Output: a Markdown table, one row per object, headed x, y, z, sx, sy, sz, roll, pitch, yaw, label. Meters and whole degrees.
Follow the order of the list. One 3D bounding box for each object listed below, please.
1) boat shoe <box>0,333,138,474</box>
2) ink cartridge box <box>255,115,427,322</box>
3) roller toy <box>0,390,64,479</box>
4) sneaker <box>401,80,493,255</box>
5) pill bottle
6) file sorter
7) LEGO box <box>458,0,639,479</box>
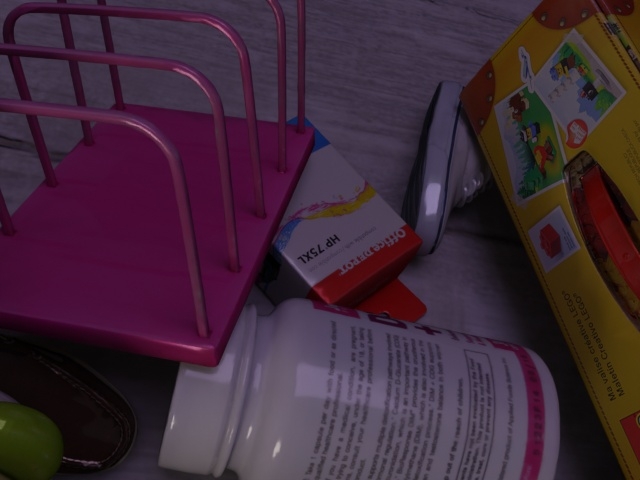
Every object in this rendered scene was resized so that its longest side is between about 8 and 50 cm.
| x | y | z | sx | sy | sz | roll | pitch | yaw | label |
| --- | --- | --- | --- | --- | --- | --- | --- | --- | --- |
| -0.257 | 0.105 | 0.540 | 0.257 | 0.095 | 0.095 | 24 | 78 | -8 | boat shoe |
| 0.000 | 0.000 | 0.727 | 0.134 | 0.078 | 0.231 | -33 | 72 | -33 | ink cartridge box |
| -0.261 | 0.183 | 0.437 | 0.191 | 0.209 | 0.146 | 9 | 40 | -20 | roller toy |
| 0.152 | -0.083 | 0.823 | 0.091 | 0.094 | 0.258 | 19 | 52 | 0 | sneaker |
| 0.025 | 0.135 | 0.592 | 0.283 | 0.160 | 0.160 | 13 | 54 | -10 | pill bottle |
| -0.134 | -0.088 | 0.560 | 0.202 | 0.182 | 0.290 | 8 | 39 | 10 | file sorter |
| 0.406 | 0.013 | 0.735 | 0.372 | 0.193 | 0.500 | 5 | 54 | -31 | LEGO box |
